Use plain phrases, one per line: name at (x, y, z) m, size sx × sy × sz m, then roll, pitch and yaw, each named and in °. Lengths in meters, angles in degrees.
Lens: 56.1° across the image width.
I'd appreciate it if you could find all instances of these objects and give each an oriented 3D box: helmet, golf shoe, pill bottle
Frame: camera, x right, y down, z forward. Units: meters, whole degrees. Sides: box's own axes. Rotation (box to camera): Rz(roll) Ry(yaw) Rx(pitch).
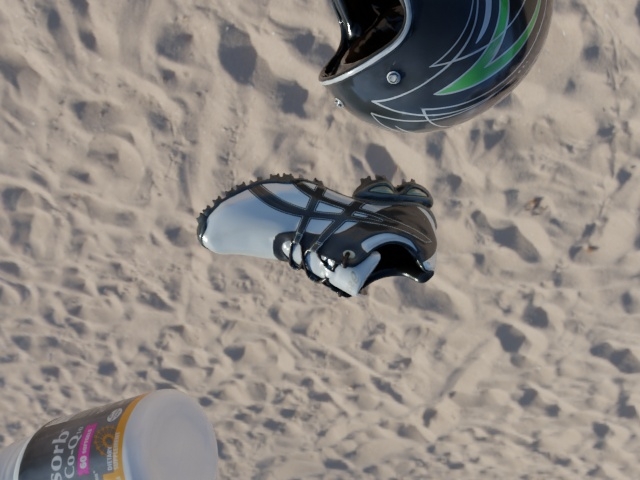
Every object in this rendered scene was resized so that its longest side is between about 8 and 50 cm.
helmet at (0.078, -0.160, 0.429) m, size 0.169 × 0.169 × 0.162 m, roll -3°, pitch 106°, yaw 14°
golf shoe at (0.000, 0.000, 0.477) m, size 0.198 × 0.094 × 0.077 m, roll -5°, pitch 144°, yaw -5°
pill bottle at (-0.286, 0.299, 0.781) m, size 0.278 × 0.162 × 0.162 m, roll -20°, pitch 131°, yaw 22°
